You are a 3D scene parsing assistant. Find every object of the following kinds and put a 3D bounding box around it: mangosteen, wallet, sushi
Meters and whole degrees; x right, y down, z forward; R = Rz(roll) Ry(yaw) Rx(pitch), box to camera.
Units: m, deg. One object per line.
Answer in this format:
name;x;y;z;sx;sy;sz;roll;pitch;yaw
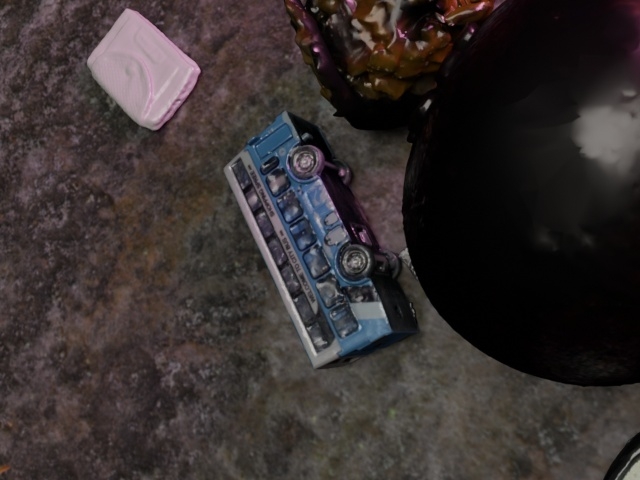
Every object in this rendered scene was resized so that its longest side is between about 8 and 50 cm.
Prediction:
mangosteen;0.283;-0.030;0.671;0.435;0.382;0.382;32;95;9
wallet;-0.265;-0.253;1.133;0.124;0.032;0.183;-49;65;7
sushi;0.078;-0.237;0.882;0.204;0.200;0.213;-31;75;9

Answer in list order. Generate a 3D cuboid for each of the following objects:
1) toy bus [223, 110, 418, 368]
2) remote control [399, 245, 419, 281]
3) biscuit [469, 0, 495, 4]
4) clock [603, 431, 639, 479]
toy bus;0.000;0.000;0.929;0.131;0.106;0.297;-34;71;20
remote control;0.134;0.041;0.909;0.039;0.014;0.096;-42;68;13
biscuit;0.169;-0.502;0.960;0.349;0.078;0.456;-6;79;27
clock;0.400;0.296;0.721;0.280;0.055;0.281;-4;80;24
